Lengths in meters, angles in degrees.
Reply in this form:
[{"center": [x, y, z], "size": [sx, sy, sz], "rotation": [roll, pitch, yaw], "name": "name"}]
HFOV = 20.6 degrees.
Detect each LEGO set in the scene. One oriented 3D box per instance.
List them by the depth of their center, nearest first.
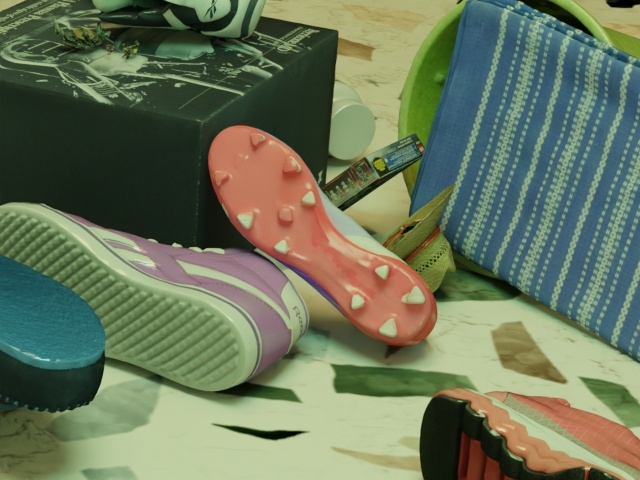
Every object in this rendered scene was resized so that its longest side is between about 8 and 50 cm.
[{"center": [-0.210, -0.181, 1.627], "size": [0.083, 0.023, 0.054], "rotation": [30, 34, 22], "name": "LEGO set"}]

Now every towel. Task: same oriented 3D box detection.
[{"center": [0.221, -0.058, 1.560], "size": [0.040, 0.243, 0.336], "rotation": [-2, 26, -44], "name": "towel"}]

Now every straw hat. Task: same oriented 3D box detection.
[{"center": [0.091, 0.016, 1.603], "size": [0.061, 0.144, 0.144], "rotation": [48, 28, -3], "name": "straw hat"}]

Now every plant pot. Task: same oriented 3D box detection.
[{"center": [0.261, -0.103, 1.728], "size": [0.254, 0.276, 0.276], "rotation": [-2, 21, -46], "name": "plant pot"}]

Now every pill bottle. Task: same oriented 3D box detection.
[{"center": [-0.007, -0.144, 1.945], "size": [0.086, 0.086, 0.152], "rotation": [-10, 27, -31], "name": "pill bottle"}]

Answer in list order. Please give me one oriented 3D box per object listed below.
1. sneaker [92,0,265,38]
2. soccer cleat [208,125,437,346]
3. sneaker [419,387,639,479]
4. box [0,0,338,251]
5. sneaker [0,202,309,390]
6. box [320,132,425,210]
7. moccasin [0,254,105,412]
[{"center": [-0.182, -0.261, 1.692], "size": [0.235, 0.094, 0.153], "rotation": [35, 18, 34], "name": "sneaker"}, {"center": [0.000, 0.000, 1.508], "size": [0.248, 0.083, 0.095], "rotation": [42, -2, 12], "name": "soccer cleat"}, {"center": [0.203, 0.174, 1.196], "size": [0.136, 0.115, 0.314], "rotation": [-8, 26, -31], "name": "sneaker"}, {"center": [-0.188, -0.112, 1.717], "size": [0.313, 0.178, 0.343], "rotation": [13, 25, 17], "name": "box"}, {"center": [-0.143, 0.037, 1.491], "size": [0.282, 0.102, 0.161], "rotation": [26, 26, 20], "name": "sneaker"}, {"center": [0.029, -0.050, 1.697], "size": [0.137, 0.027, 0.094], "rotation": [-34, -4, 38], "name": "box"}, {"center": [-0.273, 0.073, 1.354], "size": [0.138, 0.116, 0.342], "rotation": [3, 15, -38], "name": "moccasin"}]
